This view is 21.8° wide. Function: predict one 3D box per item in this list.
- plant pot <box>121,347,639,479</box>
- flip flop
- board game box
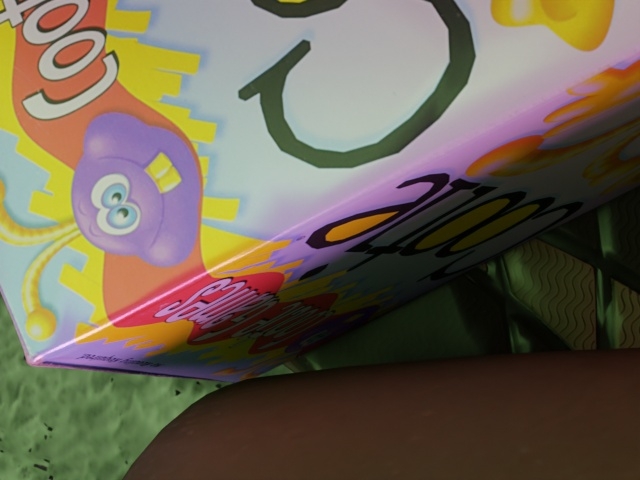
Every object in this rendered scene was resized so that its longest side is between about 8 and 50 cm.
[{"bbox_3d":[0.068,0.124,0.356,0.229,0.263,0.263,8,98,25],"label":"plant pot"},{"bbox_3d":[0.000,0.000,0.509,0.277,0.080,0.112,18,87,15],"label":"flip flop"},{"bbox_3d":[0.050,-0.089,0.388,0.275,0.142,0.144,-28,78,10],"label":"board game box"}]
